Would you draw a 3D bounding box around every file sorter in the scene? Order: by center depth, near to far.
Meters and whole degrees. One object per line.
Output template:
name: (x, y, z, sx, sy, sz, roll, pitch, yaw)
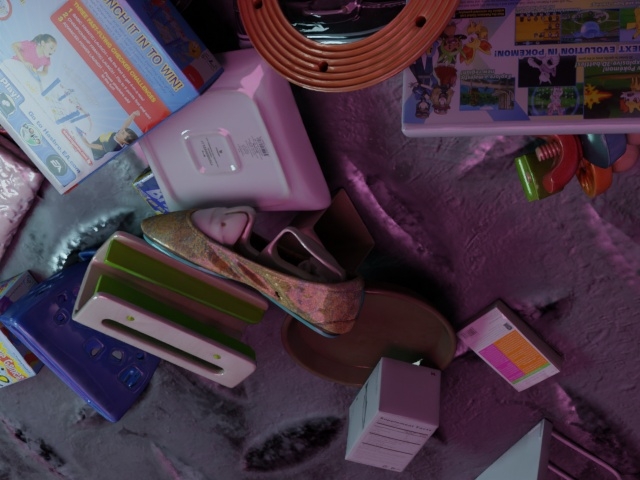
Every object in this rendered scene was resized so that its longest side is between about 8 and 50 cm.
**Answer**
file sorter: (0.345, 0.475, 1.887, 0.173, 0.193, 0.277, 33, 128, -7)

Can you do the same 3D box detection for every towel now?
towel: (-0.658, -0.096, 1.960, 0.317, 0.053, 0.332, 35, 128, -5)

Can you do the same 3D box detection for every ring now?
ring: (0.040, -0.349, 1.429, 0.337, 0.032, 0.336, -4, 81, 30)

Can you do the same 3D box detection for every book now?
book: (0.295, 0.168, 1.795, 0.144, 0.035, 0.096, 43, 130, -10)

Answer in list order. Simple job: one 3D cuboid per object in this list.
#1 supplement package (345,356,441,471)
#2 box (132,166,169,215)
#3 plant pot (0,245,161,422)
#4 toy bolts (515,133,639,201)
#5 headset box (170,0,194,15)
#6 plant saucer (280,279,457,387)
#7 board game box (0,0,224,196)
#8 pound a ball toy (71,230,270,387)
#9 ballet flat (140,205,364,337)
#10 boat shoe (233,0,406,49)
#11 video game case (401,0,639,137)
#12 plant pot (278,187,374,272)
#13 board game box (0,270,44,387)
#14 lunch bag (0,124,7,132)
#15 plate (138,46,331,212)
supplement package: (0.117, 0.285, 1.859, 0.105, 0.105, 0.179, 15, 141, -9)
box: (-0.219, -0.050, 1.824, 0.059, 0.054, 0.169, -28, 109, 33)
plant pot: (-0.359, 0.137, 1.872, 0.236, 0.212, 0.236, 48, 163, -13)
toy bolts: (0.334, -0.157, 1.472, 0.159, 0.228, 0.218, -18, 94, 1)
headset box: (-0.278, -0.430, 1.551, 0.293, 0.110, 0.218, 40, 127, -9)
plant saucer: (0.077, 0.147, 1.809, 0.278, 0.041, 0.277, 4, 141, 3)
board game box: (-0.341, -0.260, 1.555, 0.302, 0.086, 0.308, -29, 106, 33)
pound a ball toy: (-0.203, 0.093, 1.776, 0.319, 0.208, 0.136, 26, 140, -21)
ballet flat: (-0.091, 0.016, 1.667, 0.349, 0.123, 0.123, 28, 128, 7)
boat shoe: (0.023, -0.313, 1.511, 0.335, 0.121, 0.119, -5, 125, 26)
video game case: (0.265, -0.274, 1.374, 0.329, 0.036, 0.299, 1, 81, 15)
plant pot: (0.000, 0.000, 1.750, 0.096, 0.109, 0.109, -12, 118, 38)
board game box: (-0.616, 0.185, 2.077, 0.275, 0.144, 0.142, -22, 113, 30)
lunch bag: (-0.455, -0.322, 1.685, 0.258, 0.120, 0.293, -20, 114, 30)
plate: (-0.150, -0.137, 1.656, 0.278, 0.045, 0.277, -4, 127, 24)
